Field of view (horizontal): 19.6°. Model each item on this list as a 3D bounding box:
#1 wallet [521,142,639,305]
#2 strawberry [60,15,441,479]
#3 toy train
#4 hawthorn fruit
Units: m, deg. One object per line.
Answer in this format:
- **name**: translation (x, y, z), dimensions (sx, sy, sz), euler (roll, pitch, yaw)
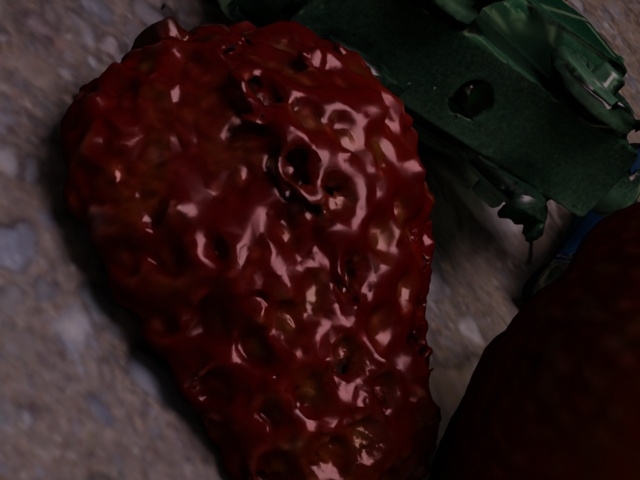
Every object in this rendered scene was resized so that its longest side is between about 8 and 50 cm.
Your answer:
- **wallet**: translation (0.196, 0.032, 1.069), dimensions (0.141, 0.059, 0.202), euler (44, 28, -1)
- **strawberry**: translation (0.000, 0.000, 0.782), dimensions (0.190, 0.111, 0.236), euler (9, 52, -53)
- **toy train**: translation (0.066, -0.105, 0.949), dimensions (0.269, 0.115, 0.154), euler (29, 21, -34)
- **hawthorn fruit**: translation (0.195, 0.102, 0.763), dimensions (0.300, 0.275, 0.275), euler (34, 15, 38)
